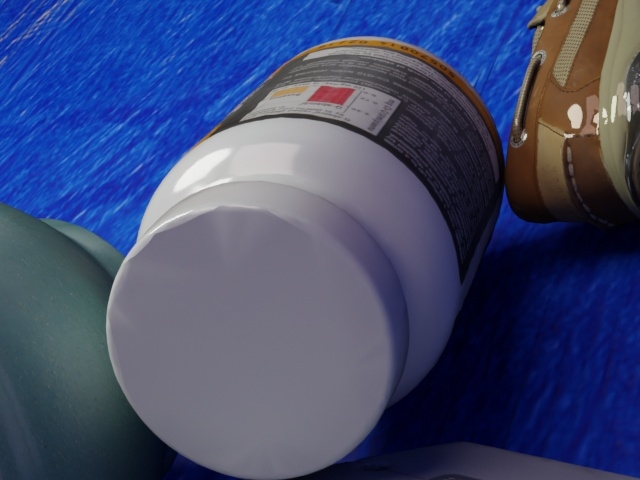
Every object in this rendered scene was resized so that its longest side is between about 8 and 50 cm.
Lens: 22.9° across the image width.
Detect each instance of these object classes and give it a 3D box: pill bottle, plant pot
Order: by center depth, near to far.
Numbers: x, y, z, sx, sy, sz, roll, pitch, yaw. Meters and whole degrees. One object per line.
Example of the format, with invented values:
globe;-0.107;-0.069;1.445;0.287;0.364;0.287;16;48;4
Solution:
pill bottle;0.000;0.000;0.807;0.162;0.162;0.278;-20;13;20
plant pot;-0.195;0.094;0.840;0.293;0.293;0.196;-6;12;38

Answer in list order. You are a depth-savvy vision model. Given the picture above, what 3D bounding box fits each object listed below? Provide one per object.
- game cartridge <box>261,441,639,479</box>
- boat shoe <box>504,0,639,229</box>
game cartridge;0.010;0.142;0.621;0.297;0.062;0.198;-10;6;-41
boat shoe;0.179;-0.129;0.948;0.120;0.122;0.324;-15;33;33
